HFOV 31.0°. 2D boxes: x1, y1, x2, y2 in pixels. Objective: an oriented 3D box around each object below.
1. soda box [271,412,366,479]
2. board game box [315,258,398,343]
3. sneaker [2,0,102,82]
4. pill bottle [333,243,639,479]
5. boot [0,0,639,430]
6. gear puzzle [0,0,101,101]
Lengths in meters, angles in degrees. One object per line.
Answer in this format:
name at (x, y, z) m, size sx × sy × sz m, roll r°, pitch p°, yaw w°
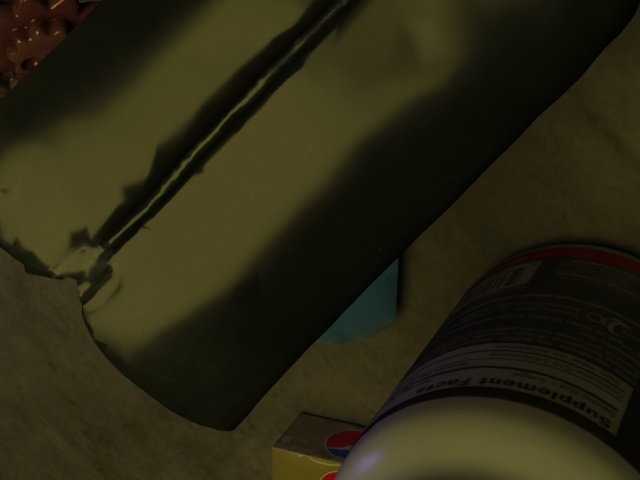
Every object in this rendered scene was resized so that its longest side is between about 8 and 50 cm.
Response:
soda box at (0.054, 0.194, 0.926) m, size 0.181 × 0.061 × 0.058 m, roll 9°, pitch 114°, yaw 22°
board game box at (0.000, 0.000, 0.890) m, size 0.133 × 0.033 × 0.169 m, roll 9°, pitch 119°, yaw 16°
sneaker at (-0.281, -0.126, 0.908) m, size 0.366 × 0.210 × 0.137 m, roll -20°, pitch 92°, yaw -6°
pill bottle at (0.126, 0.158, 0.700) m, size 0.210 × 0.363 × 0.210 m, roll 10°, pitch 115°, yaw 21°
boot at (0.085, -0.056, 0.550) m, size 0.445 × 0.146 × 0.367 m, roll -41°, pitch 83°, yaw 10°
gear puzzle at (-0.193, -0.053, 0.820) m, size 0.175 × 0.339 × 0.044 m, roll -18°, pitch 63°, yaw 0°
